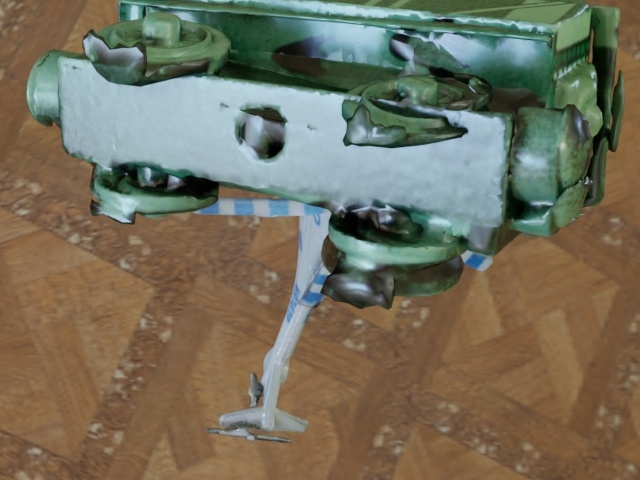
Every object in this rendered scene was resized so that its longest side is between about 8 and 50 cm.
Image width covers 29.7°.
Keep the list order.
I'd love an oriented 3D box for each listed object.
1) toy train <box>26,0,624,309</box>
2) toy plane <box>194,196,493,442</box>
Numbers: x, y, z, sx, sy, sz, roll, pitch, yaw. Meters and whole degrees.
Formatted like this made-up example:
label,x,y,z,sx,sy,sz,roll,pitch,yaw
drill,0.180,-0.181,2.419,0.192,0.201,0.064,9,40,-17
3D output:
label,x,y,z,sx,sy,sz,roll,pitch,yaw
toy train,-0.001,-0.053,0.554,0.154,0.269,0.115,-33,128,-57
toy plane,0.010,0.003,0.766,0.182,0.107,0.273,-4,128,-5
